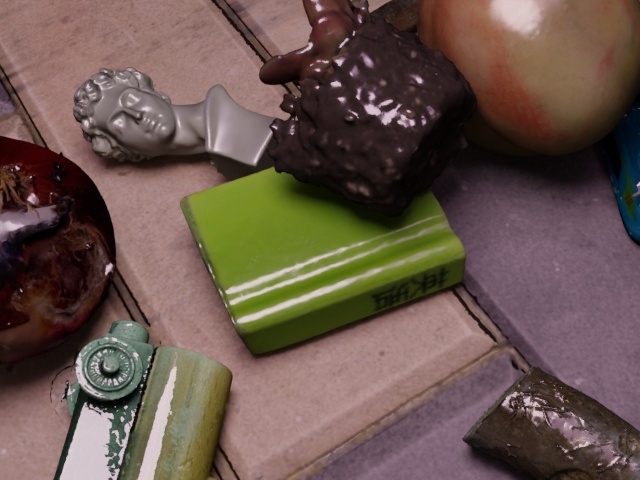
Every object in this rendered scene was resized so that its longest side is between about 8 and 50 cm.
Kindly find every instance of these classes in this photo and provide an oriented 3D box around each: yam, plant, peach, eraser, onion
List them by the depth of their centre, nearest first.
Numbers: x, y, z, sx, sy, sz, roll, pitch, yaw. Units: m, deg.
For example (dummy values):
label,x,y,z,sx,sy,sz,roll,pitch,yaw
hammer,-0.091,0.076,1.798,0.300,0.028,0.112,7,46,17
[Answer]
label,x,y,z,sx,sy,sz,roll,pitch,yaw
yam,0.244,0.200,0.888,0.183,0.107,0.107,31,65,21
plant,0.040,-0.147,0.982,0.234,0.204,0.178,35,53,13
onion,-0.382,0.011,1.013,0.314,0.232,0.314,13,45,-13
eraser,0.000,0.000,1.049,0.274,0.092,0.210,-21,57,-10
peach,0.235,-0.232,1.050,0.247,0.292,0.292,-41,59,8
yam,0.133,-0.329,1.272,0.274,0.061,0.061,-38,61,-19

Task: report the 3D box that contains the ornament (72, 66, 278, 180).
label,x,y,z,sx,sy,sz,roll,pitch,yaw
ornament,-0.169,-0.143,1.146,0.285,0.130,0.120,14,67,5

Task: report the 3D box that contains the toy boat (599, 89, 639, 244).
label,x,y,z,sx,sy,sz,roll,pitch,yaw
toy boat,0.404,-0.141,1.086,0.134,0.092,0.299,-15,55,17

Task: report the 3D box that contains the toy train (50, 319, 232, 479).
label,x,y,z,sx,sy,sz,roll,pitch,yaw
toy train,-0.197,0.233,0.916,0.189,0.126,0.307,22,56,-18
